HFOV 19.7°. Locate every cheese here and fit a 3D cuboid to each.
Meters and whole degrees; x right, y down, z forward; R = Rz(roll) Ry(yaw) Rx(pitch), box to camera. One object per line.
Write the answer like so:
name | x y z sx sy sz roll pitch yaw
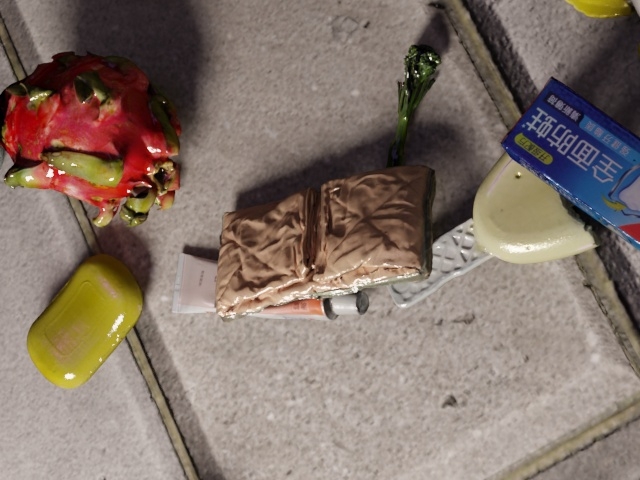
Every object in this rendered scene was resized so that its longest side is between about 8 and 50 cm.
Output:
cheese | 0.158 -0.015 1.654 0.235 0.050 0.127 -30 71 17

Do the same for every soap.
soap | -0.233 0.081 1.829 0.089 0.045 0.140 44 100 22

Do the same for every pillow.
pillow | 0.000 0.000 1.709 0.233 0.043 0.126 -14 51 28

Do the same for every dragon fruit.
dragon fruit | -0.221 -0.095 1.796 0.172 0.160 0.166 24 69 27

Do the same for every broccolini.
broccolini | 0.085 -0.116 1.725 0.035 0.030 0.140 11 91 -9

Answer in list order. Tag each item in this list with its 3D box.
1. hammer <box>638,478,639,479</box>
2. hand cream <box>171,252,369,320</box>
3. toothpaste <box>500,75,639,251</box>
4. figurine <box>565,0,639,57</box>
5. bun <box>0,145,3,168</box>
hammer | 0.330 0.276 1.544 0.199 0.013 0.062 41 100 25
hand cream | -0.051 0.048 1.758 0.216 0.038 0.052 5 56 30
toothpaste | 0.302 -0.014 1.546 0.320 0.066 0.076 37 91 17
figurine | 0.276 -0.240 1.618 0.178 0.109 0.129 48 125 27
bun | -0.372 -0.086 1.924 0.083 0.045 0.083 -2 84 22
